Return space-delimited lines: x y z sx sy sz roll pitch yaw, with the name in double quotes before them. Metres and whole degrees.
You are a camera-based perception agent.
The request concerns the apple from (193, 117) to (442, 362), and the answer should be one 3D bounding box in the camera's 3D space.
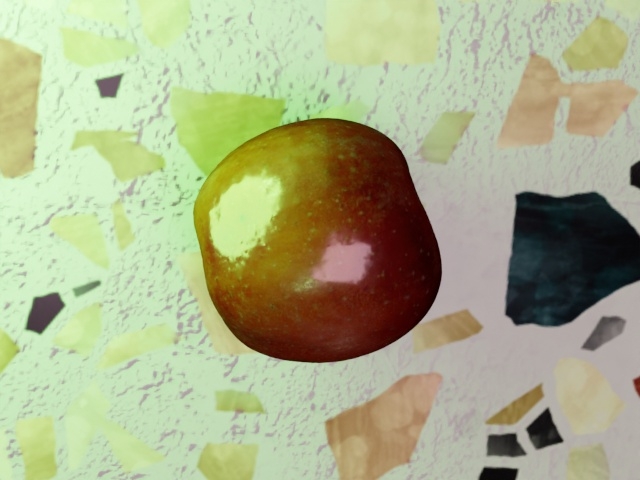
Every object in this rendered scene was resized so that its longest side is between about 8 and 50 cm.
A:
"apple" 0.000 0.000 1.503 0.201 0.218 0.218 -17 110 8
